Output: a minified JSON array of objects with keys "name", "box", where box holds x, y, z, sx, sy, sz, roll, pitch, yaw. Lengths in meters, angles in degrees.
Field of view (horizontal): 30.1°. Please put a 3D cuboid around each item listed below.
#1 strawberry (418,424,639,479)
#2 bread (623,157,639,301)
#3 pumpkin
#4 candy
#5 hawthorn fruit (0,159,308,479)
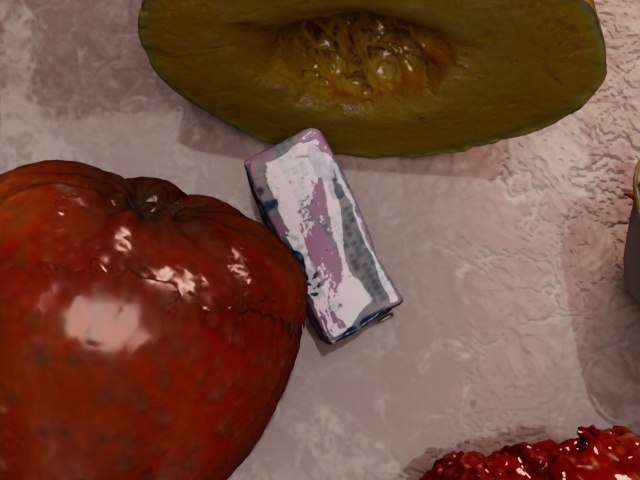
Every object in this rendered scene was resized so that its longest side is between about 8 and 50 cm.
[{"name":"strawberry","box":[0.162,0.238,0.864,0.274,0.274,0.220,-36,47,-7]},{"name":"bread","box":[0.313,0.027,0.895,0.142,0.212,0.224,-10,78,2]},{"name":"pumpkin","box":[0.045,-0.210,0.880,0.332,0.332,0.199,9,70,-1]},{"name":"candy","box":[0.000,0.000,0.948,0.073,0.092,0.160,-25,83,-3]},{"name":"hawthorn fruit","box":[-0.152,0.103,0.854,0.276,0.276,0.307,10,93,0]}]
